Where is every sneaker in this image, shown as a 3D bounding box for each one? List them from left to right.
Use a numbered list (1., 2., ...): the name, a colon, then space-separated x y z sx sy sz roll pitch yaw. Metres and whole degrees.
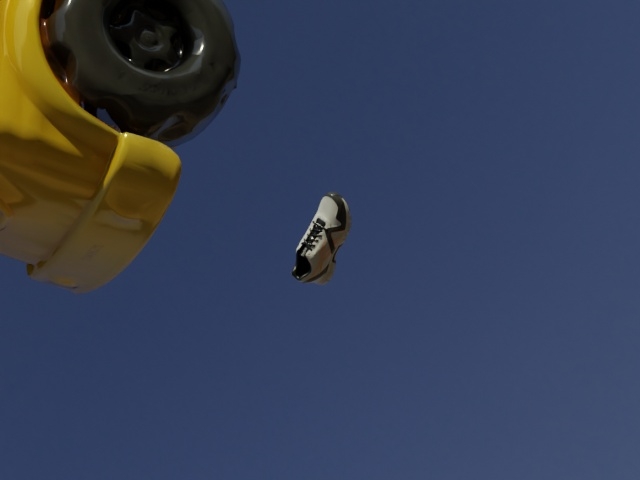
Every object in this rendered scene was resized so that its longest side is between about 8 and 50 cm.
1. sneaker: 0.000 0.000 1.261 0.044 0.040 0.109 -5 -63 -44

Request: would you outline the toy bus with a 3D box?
1. toy bus: -0.151 -0.111 0.501 0.211 0.149 0.220 17 -118 -21
